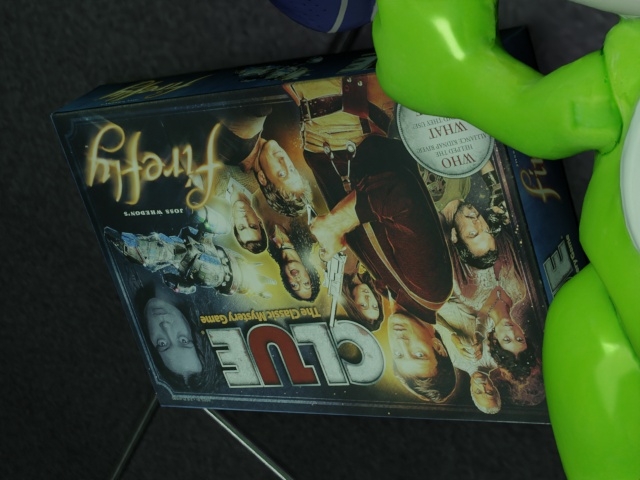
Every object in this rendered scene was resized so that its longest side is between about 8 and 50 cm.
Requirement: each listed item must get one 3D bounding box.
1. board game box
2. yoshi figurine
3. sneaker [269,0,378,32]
[{"bbox_3d":[0.000,0.000,0.702,0.243,0.042,0.165,-3,114,38],"label":"board game box"},{"bbox_3d":[0.121,-0.055,0.492,0.203,0.203,0.362,5,113,51],"label":"yoshi figurine"},{"bbox_3d":[-0.082,-0.138,0.489,0.127,0.182,0.315,46,178,22],"label":"sneaker"}]
